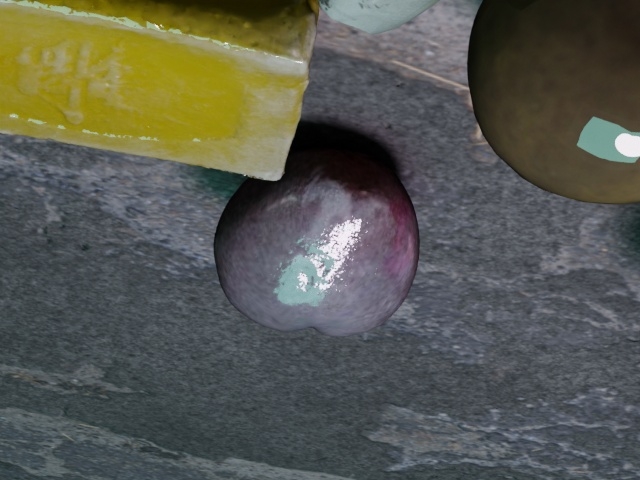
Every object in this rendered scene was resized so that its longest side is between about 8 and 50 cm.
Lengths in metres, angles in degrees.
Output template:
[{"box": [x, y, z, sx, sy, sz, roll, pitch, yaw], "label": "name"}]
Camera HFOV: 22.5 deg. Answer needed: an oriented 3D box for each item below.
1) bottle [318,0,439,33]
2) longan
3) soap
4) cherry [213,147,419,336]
[{"box": [0.093, -0.209, 0.929, 0.083, 0.083, 0.269, 23, 146, -26], "label": "bottle"}, {"box": [0.185, -0.106, 1.016, 0.189, 0.189, 0.189, 7, 153, 3], "label": "longan"}, {"box": [-0.161, -0.142, 1.126, 0.314, 0.091, 0.199, 11, 154, -4], "label": "soap"}, {"box": [-0.003, -0.002, 1.302, 0.176, 0.140, 0.176, -2, 131, -2], "label": "cherry"}]
